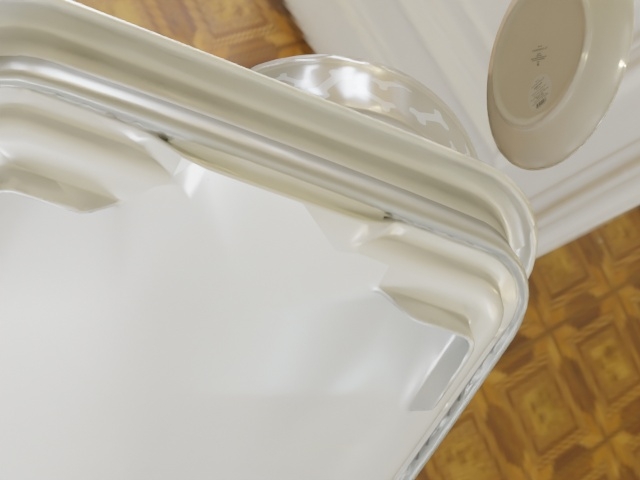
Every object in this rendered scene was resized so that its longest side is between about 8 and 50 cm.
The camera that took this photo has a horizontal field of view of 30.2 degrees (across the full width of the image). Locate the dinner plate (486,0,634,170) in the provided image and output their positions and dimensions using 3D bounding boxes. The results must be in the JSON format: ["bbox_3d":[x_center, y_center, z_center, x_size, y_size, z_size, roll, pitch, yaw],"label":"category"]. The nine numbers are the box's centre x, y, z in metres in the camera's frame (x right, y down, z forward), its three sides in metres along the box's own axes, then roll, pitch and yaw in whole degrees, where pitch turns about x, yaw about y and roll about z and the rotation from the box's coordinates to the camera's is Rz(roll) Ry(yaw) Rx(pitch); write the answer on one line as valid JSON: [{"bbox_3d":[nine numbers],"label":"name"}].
[{"bbox_3d":[0.137,-0.113,0.719,0.017,0.141,0.141,9,64,-25],"label":"dinner plate"}]

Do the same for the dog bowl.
[{"bbox_3d":[0.000,0.000,1.151,0.349,0.348,0.102,33,18,-20],"label":"dog bowl"}]

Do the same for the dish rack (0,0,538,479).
[{"bbox_3d":[-0.082,0.085,0.507,0.286,0.332,0.072,19,28,-21],"label":"dish rack"}]
